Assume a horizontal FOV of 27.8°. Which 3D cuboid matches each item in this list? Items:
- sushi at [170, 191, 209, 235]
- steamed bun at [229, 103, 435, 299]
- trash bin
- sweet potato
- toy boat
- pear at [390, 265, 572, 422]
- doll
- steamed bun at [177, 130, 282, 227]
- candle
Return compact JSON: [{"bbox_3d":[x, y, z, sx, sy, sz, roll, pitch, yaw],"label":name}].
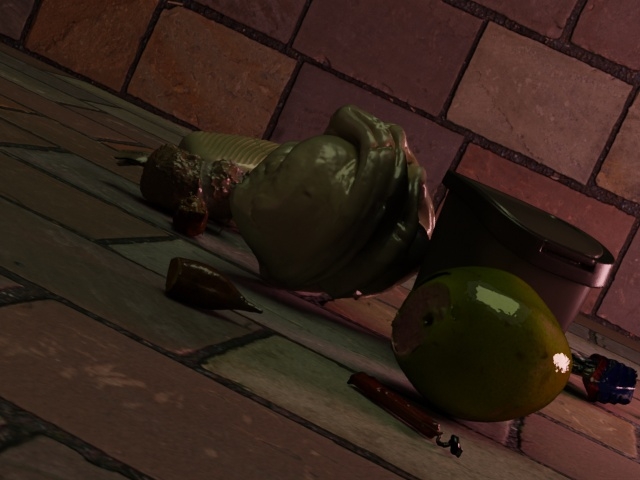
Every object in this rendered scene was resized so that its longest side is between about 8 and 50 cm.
[{"bbox_3d":[-0.192,-0.041,1.930,0.061,0.060,0.118,17,7,-20],"label":"sushi"},{"bbox_3d":[0.044,-0.036,1.782,0.206,0.275,0.320,22,43,36],"label":"steamed bun"},{"bbox_3d":[0.228,0.070,1.710,0.220,0.250,0.219,21,8,-27],"label":"trash bin"},{"bbox_3d":[-0.117,0.057,1.435,0.117,0.049,0.049,24,6,-7],"label":"sweet potato"},{"bbox_3d":[0.383,0.204,2.149,0.318,0.072,0.219,17,4,34],"label":"toy boat"},{"bbox_3d":[0.196,0.126,1.480,0.220,0.187,0.187,29,4,-20],"label":"pear"},{"bbox_3d":[-0.222,-0.099,2.041,0.221,0.115,0.105,23,-19,-2],"label":"doll"},{"bbox_3d":[-0.133,-0.088,2.209,0.239,0.152,0.170,5,22,-25],"label":"steamed bun"},{"bbox_3d":[0.091,0.177,1.334,0.026,0.021,0.167,18,9,-44],"label":"candle"}]
